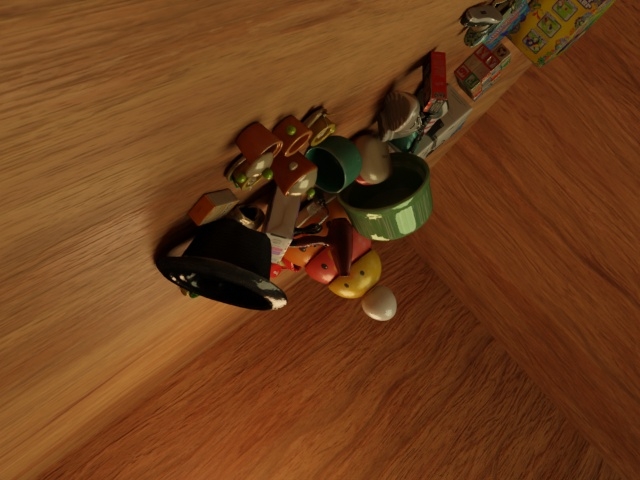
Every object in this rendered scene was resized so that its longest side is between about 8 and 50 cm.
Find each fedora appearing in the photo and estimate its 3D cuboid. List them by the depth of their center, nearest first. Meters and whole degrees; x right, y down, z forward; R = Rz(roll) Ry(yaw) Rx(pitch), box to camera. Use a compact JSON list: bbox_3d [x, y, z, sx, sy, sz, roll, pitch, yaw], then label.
[{"bbox_3d":[-0.207,0.046,1.353,0.334,0.334,0.152,117,-9,-72],"label":"fedora"}]

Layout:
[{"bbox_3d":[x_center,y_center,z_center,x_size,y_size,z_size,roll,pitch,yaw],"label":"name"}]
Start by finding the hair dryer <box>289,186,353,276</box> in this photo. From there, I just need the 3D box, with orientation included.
[{"bbox_3d":[0.000,0.000,1.896,0.223,0.293,0.080,-44,-178,-11],"label":"hair dryer"}]

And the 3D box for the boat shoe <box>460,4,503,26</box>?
[{"bbox_3d":[0.409,-0.568,1.512,0.142,0.049,0.040,-15,168,-38],"label":"boat shoe"}]

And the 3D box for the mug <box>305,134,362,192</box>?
[{"bbox_3d":[0.029,-0.203,1.493,0.097,0.158,0.129,-40,149,-35],"label":"mug"}]

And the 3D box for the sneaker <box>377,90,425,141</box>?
[{"bbox_3d":[0.233,-0.346,1.621,0.115,0.105,0.281,-11,-179,-5],"label":"sneaker"}]

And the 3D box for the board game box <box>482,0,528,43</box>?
[{"bbox_3d":[0.532,-0.643,1.739,0.160,0.047,0.210,-44,172,24],"label":"board game box"}]

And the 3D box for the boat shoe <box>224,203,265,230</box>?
[{"bbox_3d":[-0.173,-0.060,1.459,0.059,0.063,0.170,-38,174,21],"label":"boat shoe"}]

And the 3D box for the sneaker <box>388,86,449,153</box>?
[{"bbox_3d":[0.292,-0.370,1.874,0.178,0.124,0.295,-50,175,-6],"label":"sneaker"}]

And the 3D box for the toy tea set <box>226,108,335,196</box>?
[{"bbox_3d":[-0.067,-0.153,1.203,0.200,0.124,0.336,-45,172,30],"label":"toy tea set"}]

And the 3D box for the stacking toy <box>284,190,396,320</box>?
[{"bbox_3d":[0.101,0.077,2.076,0.350,0.480,0.350,-41,173,-6],"label":"stacking toy"}]

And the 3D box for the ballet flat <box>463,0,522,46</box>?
[{"bbox_3d":[0.452,-0.599,1.578,0.188,0.070,0.070,-44,173,4],"label":"ballet flat"}]

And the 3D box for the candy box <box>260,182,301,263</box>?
[{"bbox_3d":[-0.107,-0.050,1.525,0.196,0.070,0.164,124,-21,-65],"label":"candy box"}]

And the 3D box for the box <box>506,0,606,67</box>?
[{"bbox_3d":[0.824,-0.772,2.005,0.290,0.177,0.279,-35,170,-43],"label":"box"}]

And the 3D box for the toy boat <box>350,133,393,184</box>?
[{"bbox_3d":[0.119,-0.235,1.783,0.151,0.151,0.231,-13,-176,22],"label":"toy boat"}]

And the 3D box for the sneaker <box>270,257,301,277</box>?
[{"bbox_3d":[-0.133,0.089,2.377,0.107,0.118,0.279,-34,170,-42],"label":"sneaker"}]

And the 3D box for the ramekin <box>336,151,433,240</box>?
[{"bbox_3d":[0.215,-0.137,1.907,0.303,0.303,0.148,-39,130,-20],"label":"ramekin"}]

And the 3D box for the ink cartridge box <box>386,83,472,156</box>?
[{"bbox_3d":[0.374,-0.386,2.140,0.307,0.129,0.223,-41,174,-4],"label":"ink cartridge box"}]

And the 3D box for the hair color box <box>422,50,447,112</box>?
[{"bbox_3d":[0.297,-0.413,1.550,0.043,0.141,0.072,4,161,-9],"label":"hair color box"}]

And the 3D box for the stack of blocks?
[{"bbox_3d":[0.570,-0.595,2.081,0.171,0.087,0.297,-43,173,15],"label":"stack of blocks"}]

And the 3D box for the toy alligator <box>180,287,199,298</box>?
[{"bbox_3d":[-0.347,0.119,1.677,0.056,0.051,0.189,-36,171,-42],"label":"toy alligator"}]

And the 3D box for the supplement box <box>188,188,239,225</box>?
[{"bbox_3d":[-0.222,-0.070,1.241,0.062,0.036,0.098,-44,173,26],"label":"supplement box"}]
